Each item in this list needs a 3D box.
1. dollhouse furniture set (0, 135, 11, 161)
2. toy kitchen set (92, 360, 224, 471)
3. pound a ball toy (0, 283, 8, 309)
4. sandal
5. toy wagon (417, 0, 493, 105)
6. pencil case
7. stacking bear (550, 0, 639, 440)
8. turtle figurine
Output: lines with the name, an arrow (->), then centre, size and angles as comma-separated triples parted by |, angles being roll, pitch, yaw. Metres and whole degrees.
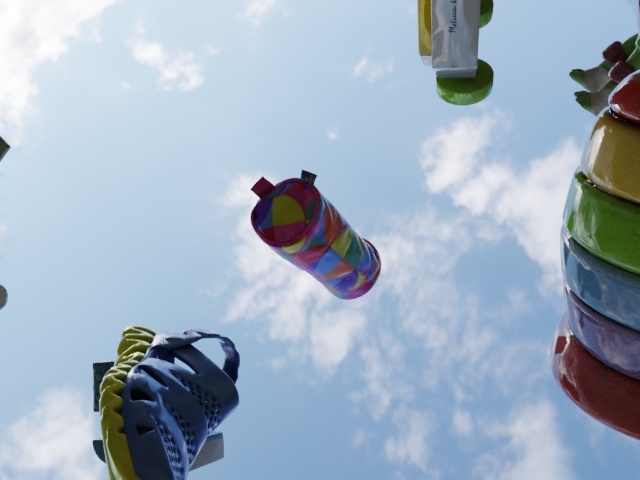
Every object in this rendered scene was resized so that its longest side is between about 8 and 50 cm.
dollhouse furniture set -> -0.675, -0.154, 1.182 | 0.129, 0.183, 0.129 | 47, -69, 1
toy kitchen set -> -0.275, 0.273, 1.084 | 0.207, 0.122, 0.166 | -6, -98, 18
pound a ball toy -> -0.383, 0.128, 0.598 | 0.135, 0.208, 0.319 | -8, -124, 16
sandal -> -0.150, 0.168, 0.714 | 0.138, 0.126, 0.317 | -4, -161, -8
toy wagon -> 0.133, -0.308, 0.630 | 0.068, 0.267, 0.344 | 2, -128, 11
pencil case -> 0.000, 0.000, 0.897 | 0.104, 0.236, 0.104 | -11, -118, 21
stacking bear -> 0.225, -0.042, 0.387 | 0.164, 0.289, 0.175 | -19, -152, -34
turtle figurine -> 0.468, -0.334, 1.025 | 0.274, 0.266, 0.198 | 4, -131, -34
